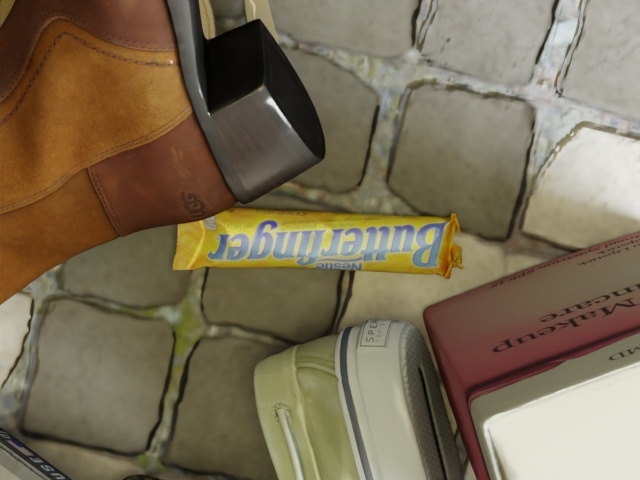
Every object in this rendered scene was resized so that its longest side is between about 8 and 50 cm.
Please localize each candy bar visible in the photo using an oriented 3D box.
[{"bbox_3d":[0.000,0.000,1.062,0.161,0.018,0.040,3,100,-4],"label":"candy bar"}]

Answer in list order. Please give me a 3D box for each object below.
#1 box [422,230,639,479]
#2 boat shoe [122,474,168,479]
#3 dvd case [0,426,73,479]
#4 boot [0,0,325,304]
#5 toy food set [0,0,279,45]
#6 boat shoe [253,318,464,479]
[{"bbox_3d":[0.150,0.092,0.979,0.149,0.232,0.127,-19,101,0],"label":"box"},{"bbox_3d":[-0.092,0.281,1.071,0.109,0.091,0.305,-4,106,-41],"label":"boat shoe"},{"bbox_3d":[-0.221,0.211,1.038,0.179,0.029,0.238,32,98,22],"label":"dvd case"},{"bbox_3d":[-0.177,-0.082,0.948,0.280,0.096,0.264,-24,130,15],"label":"boot"},{"bbox_3d":[-0.118,-0.113,1.028,0.192,0.038,0.132,-13,108,-9],"label":"toy food set"},{"bbox_3d":[0.039,0.192,1.070,0.094,0.109,0.302,-10,96,20],"label":"boat shoe"}]
